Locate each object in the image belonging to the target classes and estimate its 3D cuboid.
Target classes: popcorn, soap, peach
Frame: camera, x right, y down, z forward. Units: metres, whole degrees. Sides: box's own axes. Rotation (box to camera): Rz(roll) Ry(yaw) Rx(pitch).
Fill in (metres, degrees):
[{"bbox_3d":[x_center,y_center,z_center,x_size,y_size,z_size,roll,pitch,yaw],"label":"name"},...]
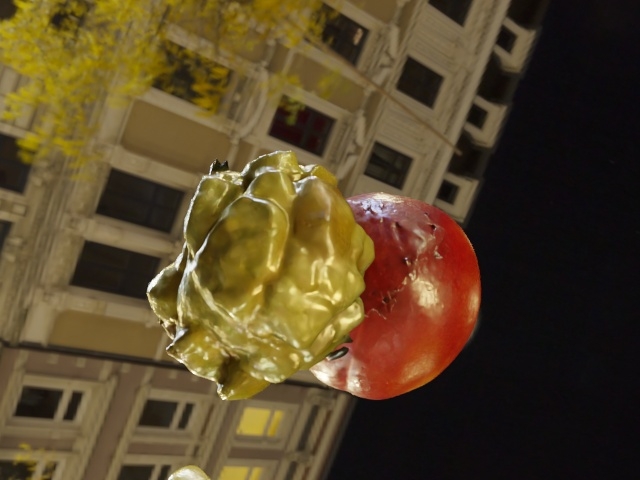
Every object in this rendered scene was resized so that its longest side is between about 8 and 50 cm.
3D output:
[{"bbox_3d":[-0.055,0.043,0.832,0.215,0.286,0.252,25,-106,7],"label":"popcorn"},{"bbox_3d":[-0.312,0.597,1.973,0.168,0.089,0.033,17,-49,54],"label":"soap"},{"bbox_3d":[0.099,0.092,1.383,0.370,0.370,0.370,-16,-114,41],"label":"peach"}]
